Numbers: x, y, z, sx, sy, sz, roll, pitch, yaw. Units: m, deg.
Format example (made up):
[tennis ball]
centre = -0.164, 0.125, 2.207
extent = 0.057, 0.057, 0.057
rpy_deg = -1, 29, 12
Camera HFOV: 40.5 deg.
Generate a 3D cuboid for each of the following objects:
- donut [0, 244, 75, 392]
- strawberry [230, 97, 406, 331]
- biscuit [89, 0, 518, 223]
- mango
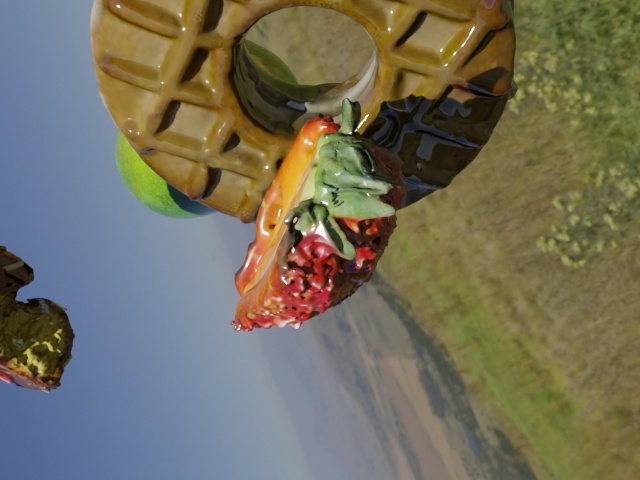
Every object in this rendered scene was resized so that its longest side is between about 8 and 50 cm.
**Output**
[donut]
centre = -0.353, 0.061, 0.871
extent = 0.230, 0.216, 0.096
rpy_deg = 55, -127, -45
[strawberry]
centre = 0.001, -0.002, 0.588
extent = 0.140, 0.085, 0.192
rpy_deg = -119, 49, -70
[biscuit]
centre = -0.012, -0.147, 0.672
extent = 0.103, 0.332, 0.332
rpy_deg = -91, -13, -50
[mango]
centre = -0.170, -0.148, 1.192
extent = 0.382, 0.201, 0.225
rpy_deg = -16, 110, 51
